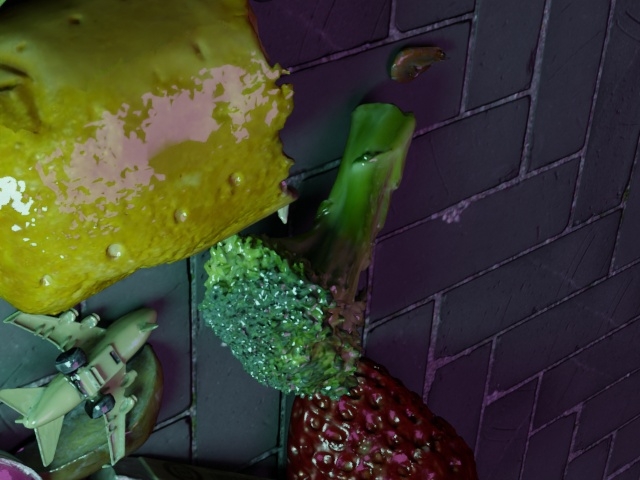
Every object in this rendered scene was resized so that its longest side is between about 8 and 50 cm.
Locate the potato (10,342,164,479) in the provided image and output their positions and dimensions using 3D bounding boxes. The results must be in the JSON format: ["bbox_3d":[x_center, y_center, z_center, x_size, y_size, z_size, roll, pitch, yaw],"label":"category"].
[{"bbox_3d":[-0.284,0.267,1.569,0.261,0.100,0.120,-39,138,-18],"label":"potato"}]

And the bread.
[{"bbox_3d":[-0.206,-0.091,1.273,0.394,0.250,0.361,-33,136,-25],"label":"bread"}]

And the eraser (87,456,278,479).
[{"bbox_3d":[-0.194,0.404,1.740,0.343,0.078,0.144,21,102,-40],"label":"eraser"}]

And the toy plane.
[{"bbox_3d":[-0.283,0.158,1.481,0.244,0.092,0.229,-42,110,-33],"label":"toy plane"}]

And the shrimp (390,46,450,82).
[{"bbox_3d":[0.137,-0.249,1.693,0.108,0.023,0.059,-9,132,-42],"label":"shrimp"}]

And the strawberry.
[{"bbox_3d":[0.086,0.348,1.878,0.317,0.295,0.345,-25,114,-13],"label":"strawberry"}]

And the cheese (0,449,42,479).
[{"bbox_3d":[-0.391,0.314,1.479,0.155,0.062,0.244,-30,134,30],"label":"cheese"}]

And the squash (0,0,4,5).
[{"bbox_3d":[-0.285,-0.334,1.134,0.371,0.118,0.118,-52,141,3],"label":"squash"}]

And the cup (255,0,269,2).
[{"bbox_3d":[-0.085,-0.315,1.380,0.100,0.078,0.077,-45,146,4],"label":"cup"}]

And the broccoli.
[{"bbox_3d":[-0.003,0.013,1.581,0.353,0.274,0.397,-77,-168,-69],"label":"broccoli"}]
